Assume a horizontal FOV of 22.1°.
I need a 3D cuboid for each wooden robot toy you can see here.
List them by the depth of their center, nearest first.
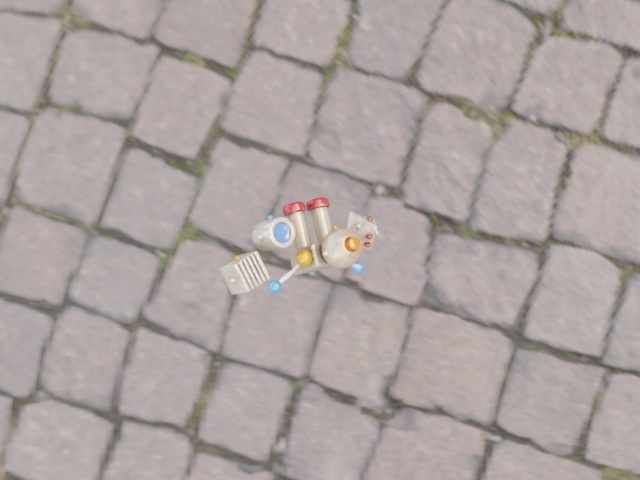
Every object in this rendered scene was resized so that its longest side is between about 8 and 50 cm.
[{"bbox_3d":[0.000,0.000,1.442,0.079,0.173,0.076,-11,91,56],"label":"wooden robot toy"}]
